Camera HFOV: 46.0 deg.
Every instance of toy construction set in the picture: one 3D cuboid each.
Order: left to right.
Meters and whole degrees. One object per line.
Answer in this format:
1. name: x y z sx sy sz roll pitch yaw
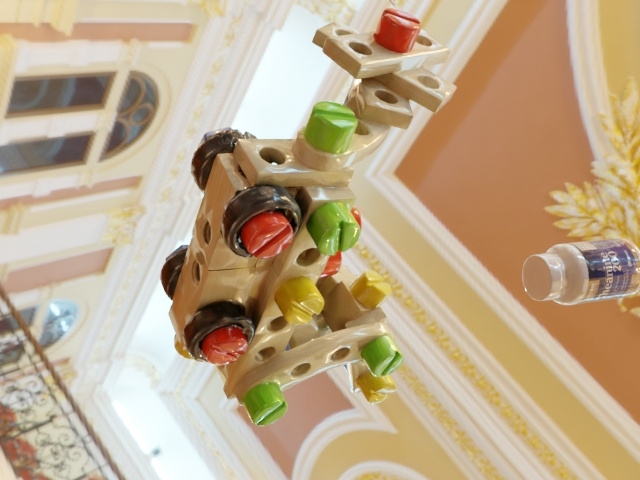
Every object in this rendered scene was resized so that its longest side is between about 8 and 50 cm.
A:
1. toy construction set: 0.000 0.000 0.546 0.151 0.215 0.327 45 -50 46

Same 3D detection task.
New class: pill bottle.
1. pill bottle: 0.283 0.035 0.815 0.067 0.120 0.067 175 -90 -69

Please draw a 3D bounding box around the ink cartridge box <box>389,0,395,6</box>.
1. ink cartridge box: 0.006 -0.472 0.968 0.066 0.261 0.296 -18 -129 28
